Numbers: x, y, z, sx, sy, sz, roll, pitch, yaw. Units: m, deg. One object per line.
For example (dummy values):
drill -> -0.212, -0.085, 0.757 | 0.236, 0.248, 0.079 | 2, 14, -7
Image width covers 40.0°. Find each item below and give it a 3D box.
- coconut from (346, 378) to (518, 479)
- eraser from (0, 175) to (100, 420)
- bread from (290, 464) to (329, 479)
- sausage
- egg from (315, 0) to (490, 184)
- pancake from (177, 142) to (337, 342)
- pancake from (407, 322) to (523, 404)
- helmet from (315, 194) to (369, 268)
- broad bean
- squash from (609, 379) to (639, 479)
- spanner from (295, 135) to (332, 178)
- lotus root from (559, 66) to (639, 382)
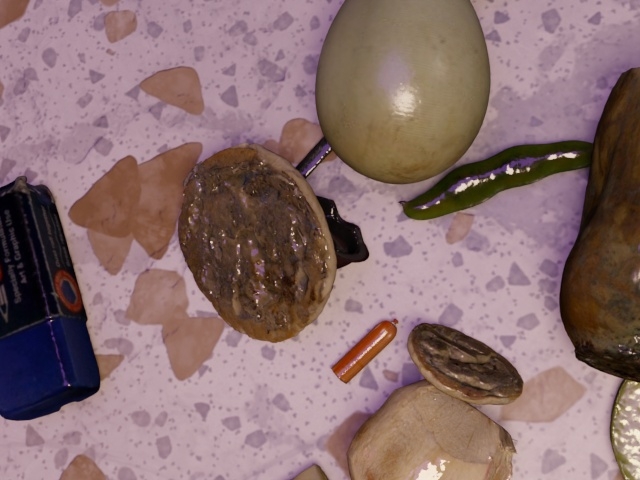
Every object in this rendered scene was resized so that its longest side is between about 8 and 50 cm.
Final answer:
coconut -> 0.119, 0.269, 1.033 | 0.194, 0.194, 0.194 | -3, 79, 14
eraser -> -0.429, 0.082, 1.253 | 0.155, 0.101, 0.332 | -23, 74, 10
bread -> -0.042, 0.386, 1.112 | 0.178, 0.060, 0.139 | -32, 74, 7
sausage -> 0.062, 0.141, 1.149 | 0.107, 0.031, 0.031 | -44, 72, 2
egg -> 0.105, -0.217, 1.107 | 0.218, 0.218, 0.295 | 3, 81, 15
pancake -> -0.086, 0.003, 1.148 | 0.282, 0.049, 0.282 | 10, 106, 40
pancake -> 0.172, 0.149, 1.058 | 0.158, 0.158, 0.028 | 29, 113, 18
helmet -> 0.000, 0.000, 1.165 | 0.070, 0.098, 0.123 | -45, 73, 31
broad bean -> 0.245, -0.089, 1.139 | 0.297, 0.043, 0.060 | -17, 85, 10
squash -> 0.466, 0.227, 1.015 | 0.252, 0.049, 0.252 | -3, 78, 15
spanner -> -0.018, -0.105, 1.226 | 0.054, 0.015, 0.254 | 43, 92, 16
lotus root -> 0.396, -0.010, 0.983 | 0.250, 0.250, 0.346 | 20, 82, 18
